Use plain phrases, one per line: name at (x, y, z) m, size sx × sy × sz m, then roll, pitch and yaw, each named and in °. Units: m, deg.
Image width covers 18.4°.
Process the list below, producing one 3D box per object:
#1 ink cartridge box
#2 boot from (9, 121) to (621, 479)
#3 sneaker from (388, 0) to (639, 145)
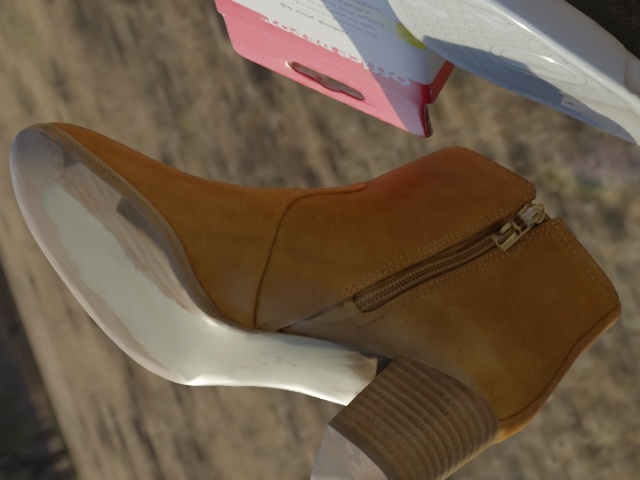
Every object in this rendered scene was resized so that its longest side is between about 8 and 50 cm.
ink cartridge box at (0.013, -0.154, 1.005) m, size 0.134 × 0.078 × 0.231 m, roll 26°, pitch 161°, yaw 15°
boot at (0.001, 0.000, 1.056) m, size 0.295 × 0.211 × 0.104 m, roll 40°, pitch 141°, yaw 12°
sneaker at (0.145, -0.125, 0.871) m, size 0.104 × 0.295 × 0.147 m, roll 19°, pitch 90°, yaw 46°
